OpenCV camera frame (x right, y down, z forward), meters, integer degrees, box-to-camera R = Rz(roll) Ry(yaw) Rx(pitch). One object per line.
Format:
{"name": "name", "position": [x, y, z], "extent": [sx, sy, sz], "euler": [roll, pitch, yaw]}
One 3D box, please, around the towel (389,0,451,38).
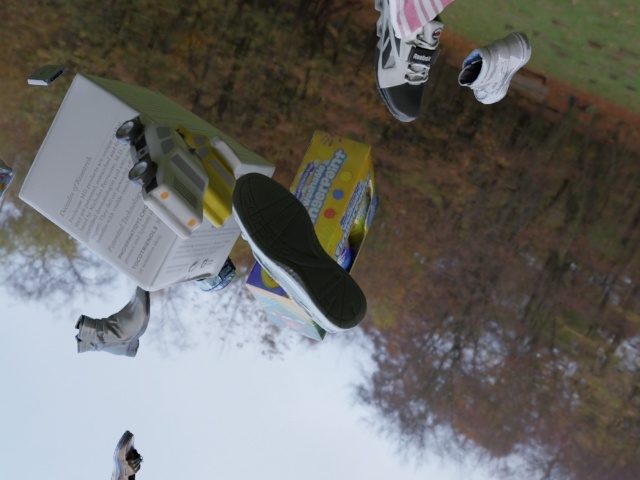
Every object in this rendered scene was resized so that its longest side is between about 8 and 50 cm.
{"name": "towel", "position": [0.163, -0.341, 0.925], "extent": [0.029, 0.197, 0.144], "euler": [51, 178, 22]}

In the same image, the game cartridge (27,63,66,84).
{"name": "game cartridge", "position": [-0.615, -0.371, 1.709], "extent": [0.056, 0.017, 0.083], "euler": [10, -142, 12]}

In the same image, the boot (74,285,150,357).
{"name": "boot", "position": [-0.522, 0.204, 1.905], "extent": [0.161, 0.246, 0.083], "euler": [9, -144, -25]}

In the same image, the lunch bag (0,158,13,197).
{"name": "lunch bag", "position": [-0.474, -0.084, 1.060], "extent": [0.083, 0.053, 0.071], "euler": [-33, -137, -26]}

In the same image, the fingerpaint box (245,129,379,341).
{"name": "fingerpaint box", "position": [0.000, 0.000, 2.005], "extent": [0.163, 0.444, 0.371], "euler": [19, 162, 15]}

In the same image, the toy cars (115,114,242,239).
{"name": "toy cars", "position": [-0.175, -0.105, 1.047], "extent": [0.176, 0.087, 0.393], "euler": [55, -174, -2]}

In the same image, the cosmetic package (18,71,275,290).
{"name": "cosmetic package", "position": [-0.387, -0.137, 1.758], "extent": [0.394, 0.327, 0.329], "euler": [33, -166, 15]}

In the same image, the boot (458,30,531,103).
{"name": "boot", "position": [0.353, -0.365, 1.666], "extent": [0.124, 0.095, 0.258], "euler": [-18, 165, -12]}

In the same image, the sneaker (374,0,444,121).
{"name": "sneaker", "position": [0.204, -0.428, 1.681], "extent": [0.123, 0.330, 0.146], "euler": [-15, -166, -40]}

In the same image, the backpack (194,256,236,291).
{"name": "backpack", "position": [-0.304, 0.095, 2.182], "extent": [0.105, 0.114, 0.084], "euler": [28, 154, 56]}

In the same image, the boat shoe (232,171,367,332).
{"name": "boat shoe", "position": [-0.050, 0.027, 1.316], "extent": [0.320, 0.118, 0.103], "euler": [49, 153, -2]}

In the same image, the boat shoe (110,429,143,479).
{"name": "boat shoe", "position": [-0.481, 0.556, 1.921], "extent": [0.066, 0.183, 0.066], "euler": [18, -151, 7]}
